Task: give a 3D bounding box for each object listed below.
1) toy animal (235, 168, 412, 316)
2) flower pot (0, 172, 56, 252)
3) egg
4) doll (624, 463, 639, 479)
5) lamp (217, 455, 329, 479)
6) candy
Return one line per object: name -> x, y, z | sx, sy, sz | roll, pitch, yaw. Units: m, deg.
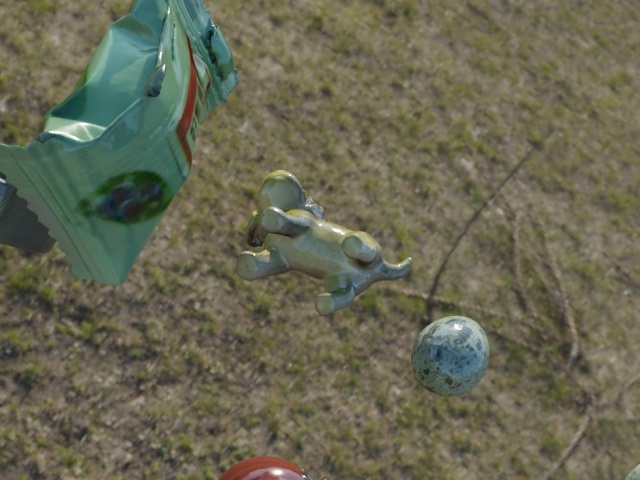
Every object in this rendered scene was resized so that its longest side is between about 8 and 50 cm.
toy animal -> -0.015, -0.002, 1.264 | 0.233, 0.121, 0.168 | 28, 21, 27
flower pot -> -0.479, -0.052, 1.536 | 0.103, 0.108, 0.229 | 31, 5, 21
egg -> 0.231, 0.199, 1.723 | 0.132, 0.132, 0.172 | 41, 39, 6
doll -> 0.438, 0.335, 1.268 | 0.071, 0.214, 0.104 | -4, 62, -21
lamp -> -0.052, 0.390, 1.281 | 0.226, 0.227, 0.227 | 22, 38, -19
candy -> -0.216, -0.163, 1.187 | 0.171, 0.263, 0.398 | 10, 53, 14
